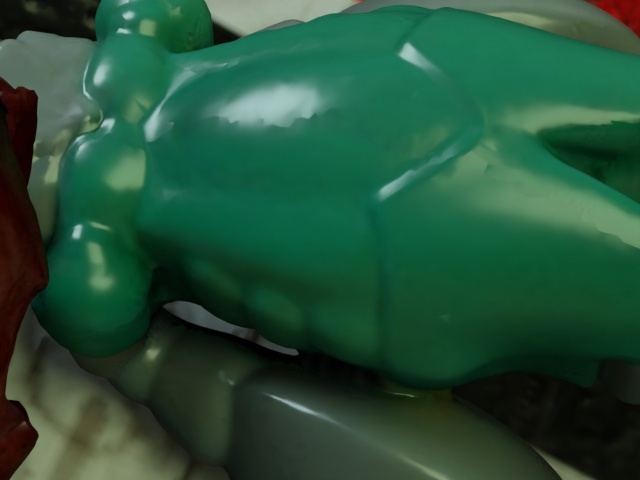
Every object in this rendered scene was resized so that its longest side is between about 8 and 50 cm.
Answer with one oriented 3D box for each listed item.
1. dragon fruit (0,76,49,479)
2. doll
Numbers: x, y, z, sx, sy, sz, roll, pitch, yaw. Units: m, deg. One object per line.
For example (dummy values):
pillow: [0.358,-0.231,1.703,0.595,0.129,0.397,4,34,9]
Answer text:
dragon fruit: [-0.181,-0.012,0.423,0.234,0.233,0.293,-11,50,-25]
doll: [0.010,-0.018,0.553,0.258,0.153,0.195,34,78,14]
